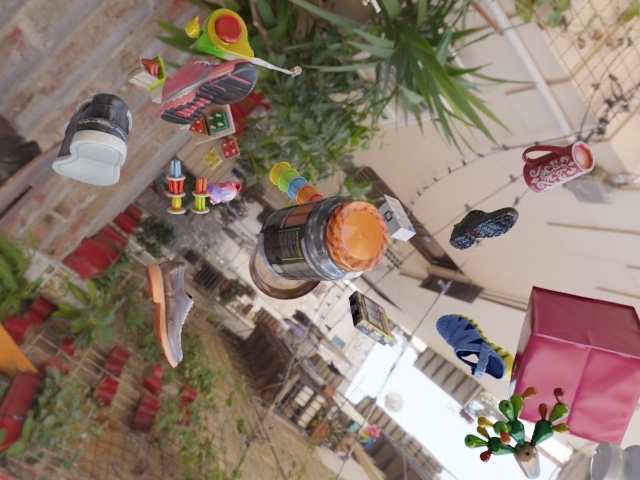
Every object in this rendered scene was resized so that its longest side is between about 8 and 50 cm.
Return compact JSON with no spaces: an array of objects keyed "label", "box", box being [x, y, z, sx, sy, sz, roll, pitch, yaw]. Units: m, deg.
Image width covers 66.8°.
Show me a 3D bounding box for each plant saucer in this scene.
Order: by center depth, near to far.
[{"label":"plant saucer","box":[-0.127,0.088,1.899,0.310,0.310,0.050,-43,-157,8]}]

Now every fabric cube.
[{"label":"fabric cube","box":[0.637,0.305,1.226,0.258,0.259,0.254,12,-154,20]}]

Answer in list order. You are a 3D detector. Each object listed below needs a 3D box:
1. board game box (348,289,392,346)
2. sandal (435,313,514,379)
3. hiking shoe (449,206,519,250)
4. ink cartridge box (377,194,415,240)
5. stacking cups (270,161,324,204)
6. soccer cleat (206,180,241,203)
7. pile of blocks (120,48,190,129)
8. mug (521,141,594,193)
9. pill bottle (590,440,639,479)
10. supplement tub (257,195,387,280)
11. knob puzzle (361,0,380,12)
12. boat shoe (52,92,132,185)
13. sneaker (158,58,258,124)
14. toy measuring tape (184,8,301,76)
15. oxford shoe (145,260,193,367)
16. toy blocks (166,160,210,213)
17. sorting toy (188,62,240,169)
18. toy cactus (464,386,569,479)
[{"label":"board game box","box":[0.170,0.265,1.668,0.048,0.141,0.170,-46,-159,20]},{"label":"sandal","box":[0.503,0.360,1.650,0.317,0.138,0.126,38,-52,49]},{"label":"hiking shoe","box":[0.482,-0.061,1.454,0.226,0.086,0.114,-29,-144,41]},{"label":"ink cartridge box","box":[0.302,-0.092,1.973,0.060,0.104,0.180,-43,-129,30]},{"label":"stacking cups","box":[-0.066,-0.182,1.730,0.096,0.096,0.316,-47,-134,-3]},{"label":"soccer cleat","box":[-0.348,-0.182,1.726,0.095,0.083,0.248,-35,180,4]},{"label":"pile of blocks","box":[-0.511,-0.526,1.663,0.112,0.362,0.149,-19,-121,16]},{"label":"mug","box":[0.693,-0.221,1.438,0.169,0.150,0.113,153,-56,-63]},{"label":"pill bottle","box":[0.563,0.407,0.808,0.103,0.184,0.103,19,90,-77]},{"label":"supplement tub","box":[0.000,0.000,1.237,0.337,0.207,0.207,-5,-135,56]},{"label":"knob puzzle","box":[0.088,-0.662,1.234,0.029,0.213,0.213,-33,-157,17]},{"label":"boat shoe","box":[-0.396,-0.168,0.857,0.302,0.114,0.091,-8,-109,51]},{"label":"sneaker","box":[-0.295,-0.404,1.208,0.313,0.115,0.136,-14,-102,30]},{"label":"toy measuring tape","box":[-0.198,-0.540,1.308,0.121,0.329,0.122,-21,-114,59]},{"label":"oxford shoe","box":[-0.473,0.242,1.581,0.132,0.364,0.130,-12,-159,-27]},{"label":"toy blocks","box":[-0.379,-0.155,1.396,0.054,0.123,0.148,-132,-137,-59]},{"label":"sorting toy","box":[-0.314,-0.338,1.337,0.132,0.275,0.046,-12,-176,21]},{"label":"toy cactus","box":[0.408,0.400,0.972,0.218,0.181,0.112,-25,-168,-6]}]
